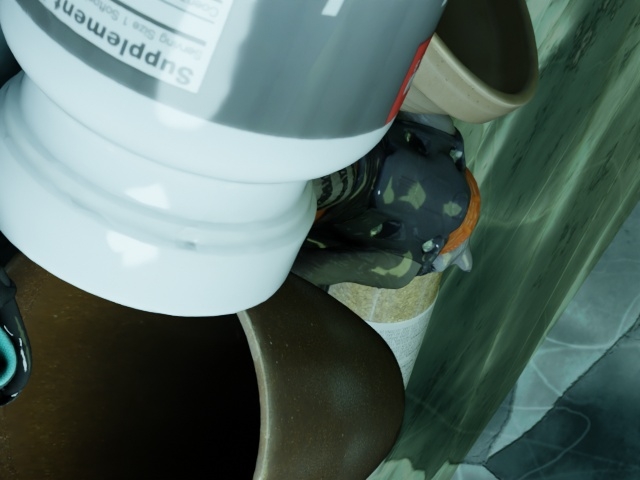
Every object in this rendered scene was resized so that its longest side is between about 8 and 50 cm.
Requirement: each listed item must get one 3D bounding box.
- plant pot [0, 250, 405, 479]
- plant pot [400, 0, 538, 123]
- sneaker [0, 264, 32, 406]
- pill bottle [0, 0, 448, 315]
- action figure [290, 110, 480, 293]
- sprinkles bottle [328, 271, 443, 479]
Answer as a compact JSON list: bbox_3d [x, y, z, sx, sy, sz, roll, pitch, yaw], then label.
[{"bbox_3d":[-0.053,0.097,1.123,0.230,0.215,0.215,4,118,-56],"label":"plant pot"},{"bbox_3d":[0.028,-0.164,1.161,0.110,0.237,0.237,-27,178,25],"label":"plant pot"},{"bbox_3d":[-0.213,0.075,0.999,0.101,0.106,0.267,-49,164,-35],"label":"sneaker"},{"bbox_3d":[-0.032,-0.159,0.906,0.210,0.210,0.363,-34,152,-57],"label":"pill bottle"},{"bbox_3d":[0.000,0.000,1.309,0.330,0.178,0.341,7,96,-54],"label":"action figure"},{"bbox_3d":[0.035,0.087,1.765,0.121,0.121,0.355,-46,161,-38],"label":"sprinkles bottle"}]
